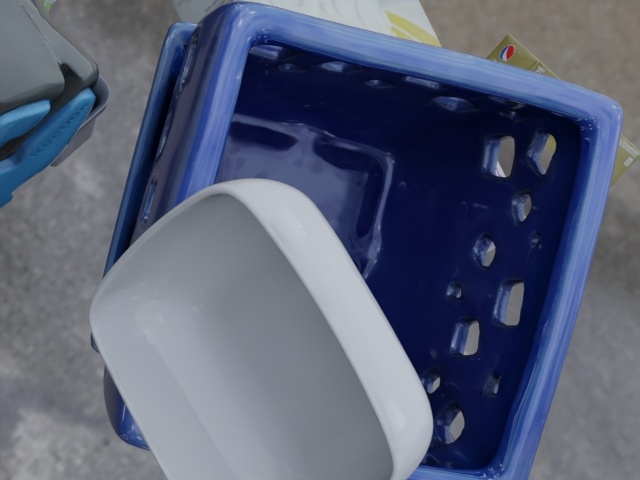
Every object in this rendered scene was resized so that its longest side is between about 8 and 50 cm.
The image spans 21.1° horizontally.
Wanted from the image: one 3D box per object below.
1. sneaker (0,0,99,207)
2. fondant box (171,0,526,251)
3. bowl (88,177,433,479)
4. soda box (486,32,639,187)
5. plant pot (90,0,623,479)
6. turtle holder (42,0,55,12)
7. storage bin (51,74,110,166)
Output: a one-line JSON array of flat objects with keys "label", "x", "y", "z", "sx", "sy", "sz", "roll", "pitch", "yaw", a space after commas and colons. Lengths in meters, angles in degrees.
[{"label": "sneaker", "x": -0.244, "y": -0.030, "z": 0.536, "sx": 0.341, "sy": 0.125, "sz": 0.139, "roll": -25, "pitch": 76, "yaw": -34}, {"label": "fondant box", "x": 0.031, "y": -0.120, "z": 1.642, "sx": 0.238, "sy": 0.096, "sz": 0.330, "roll": -15, "pitch": 77, "yaw": -45}, {"label": "bowl", "x": -0.019, "y": 0.050, "z": 0.692, "sx": 0.053, "sy": 0.142, "sz": 0.142, "roll": -25, "pitch": 81, "yaw": -41}, {"label": "soda box", "x": 0.223, "y": -0.118, "z": 1.624, "sx": 0.181, "sy": 0.058, "sz": 0.061, "roll": 33, "pitch": 12, "yaw": -39}, {"label": "plant pot", "x": 0.000, "y": 0.000, "z": 0.971, "sx": 0.236, "sy": 0.235, "sz": 0.212, "roll": 13, "pitch": 4, "yaw": -20}, {"label": "turtle holder", "x": -0.321, "y": -0.377, "z": 1.632, "sx": 0.320, "sy": 0.243, "sz": 0.227, "roll": 55, "pitch": 33, "yaw": 2}, {"label": "storage bin", "x": -0.269, "y": -0.130, "z": 1.595, "sx": 0.135, "sy": 0.091, "sz": 0.098, "roll": 41, "pitch": 68, "yaw": 10}]
